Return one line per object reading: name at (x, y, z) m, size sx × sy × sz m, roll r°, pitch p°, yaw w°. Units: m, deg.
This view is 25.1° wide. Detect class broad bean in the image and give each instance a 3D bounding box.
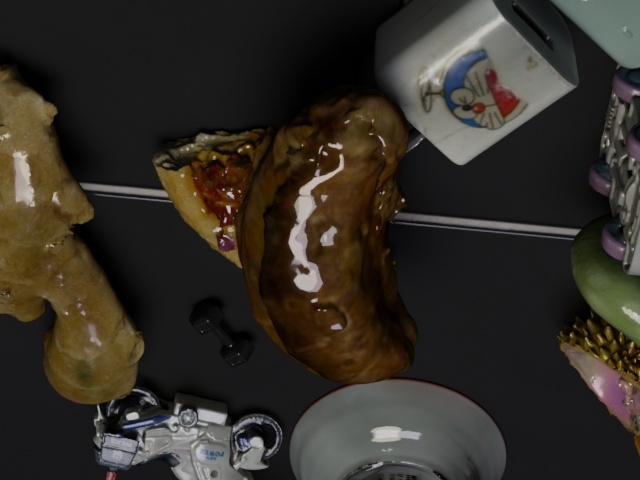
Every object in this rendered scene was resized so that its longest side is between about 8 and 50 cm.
broad bean at (0.328, 0.032, 1.381) m, size 0.169 × 0.228 × 0.100 m, roll 42°, pitch 132°, yaw 27°

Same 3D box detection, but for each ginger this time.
ginger at (0.000, 0.000, 1.310) m, size 0.172 × 0.165 × 0.321 m, roll 6°, pitch 131°, yaw 15°
ginger at (-0.296, 0.020, 1.482) m, size 0.363 × 0.122 × 0.348 m, roll 38°, pitch 132°, yaw -12°

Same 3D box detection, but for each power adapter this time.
power adapter at (0.113, -0.147, 1.302) m, size 0.205 × 0.125 × 0.130 m, roll -36°, pitch 119°, yaw 29°

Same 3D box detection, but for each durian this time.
durian at (0.327, 0.132, 1.511) m, size 0.165 × 0.132 × 0.182 m, roll -12°, pitch 161°, yaw 34°

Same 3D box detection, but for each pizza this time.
pizza at (-0.015, -0.035, 1.436) m, size 0.289 × 0.081 × 0.229 m, roll 37°, pitch 123°, yaw -21°

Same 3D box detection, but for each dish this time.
dish at (0.089, 0.282, 1.690) m, size 0.260 × 0.085 × 0.260 m, roll 3°, pitch 130°, yaw 3°

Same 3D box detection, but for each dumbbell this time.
dumbbell at (-0.109, 0.103, 1.589) m, size 0.036 × 0.040 × 0.083 m, roll -41°, pitch 121°, yaw -3°

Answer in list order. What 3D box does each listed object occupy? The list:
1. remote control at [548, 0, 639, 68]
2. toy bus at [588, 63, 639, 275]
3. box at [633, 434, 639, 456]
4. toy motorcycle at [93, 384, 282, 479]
remote control at (0.219, -0.275, 1.231) m, size 0.296 × 0.056 × 0.140 m, roll 37°, pitch 122°, yaw -22°
toy bus at (0.331, -0.066, 1.302) m, size 0.142 × 0.202 × 0.142 m, roll 5°, pitch 130°, yaw -2°
box at (0.478, 0.161, 1.544) m, size 0.174 × 0.076 × 0.274 m, roll 8°, pitch 131°, yaw -18°
toy motorcycle at (-0.164, 0.250, 1.683) m, size 0.221 × 0.102 × 0.150 m, roll 15°, pitch 109°, yaw -11°
